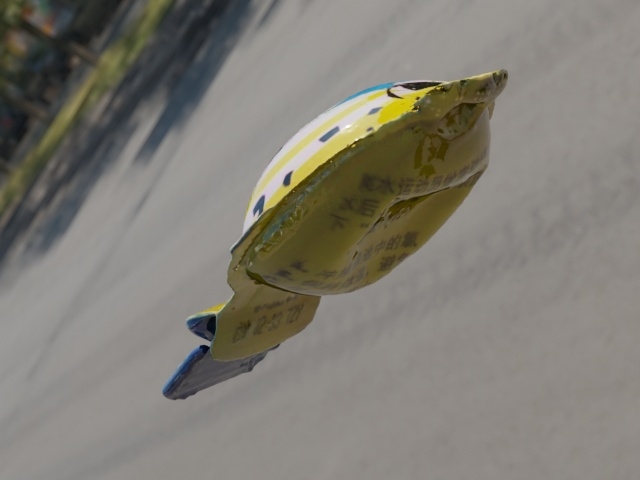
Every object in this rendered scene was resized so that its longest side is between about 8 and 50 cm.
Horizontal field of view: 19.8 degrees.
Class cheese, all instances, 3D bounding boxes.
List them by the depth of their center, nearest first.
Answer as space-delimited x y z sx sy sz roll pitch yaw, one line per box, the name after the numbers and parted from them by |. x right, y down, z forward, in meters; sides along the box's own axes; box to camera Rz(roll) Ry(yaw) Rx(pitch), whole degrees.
0.000 0.000 0.871 0.156 0.064 0.250 -17 -26 -48 | cheese
